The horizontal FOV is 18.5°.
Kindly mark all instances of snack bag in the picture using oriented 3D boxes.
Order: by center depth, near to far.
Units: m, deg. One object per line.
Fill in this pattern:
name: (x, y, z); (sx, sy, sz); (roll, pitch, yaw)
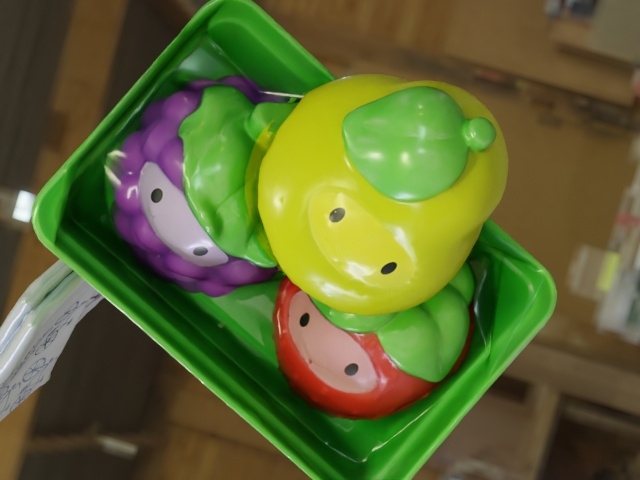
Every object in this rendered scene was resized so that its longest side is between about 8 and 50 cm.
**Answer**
snack bag: (-0.224, 0.052, 1.867); (0.342, 0.037, 0.323); (-46, -3, -43)

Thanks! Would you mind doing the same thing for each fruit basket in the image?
fruit basket: (0.000, 0.000, 1.487); (0.283, 0.392, 0.392); (-49, -6, -3)
